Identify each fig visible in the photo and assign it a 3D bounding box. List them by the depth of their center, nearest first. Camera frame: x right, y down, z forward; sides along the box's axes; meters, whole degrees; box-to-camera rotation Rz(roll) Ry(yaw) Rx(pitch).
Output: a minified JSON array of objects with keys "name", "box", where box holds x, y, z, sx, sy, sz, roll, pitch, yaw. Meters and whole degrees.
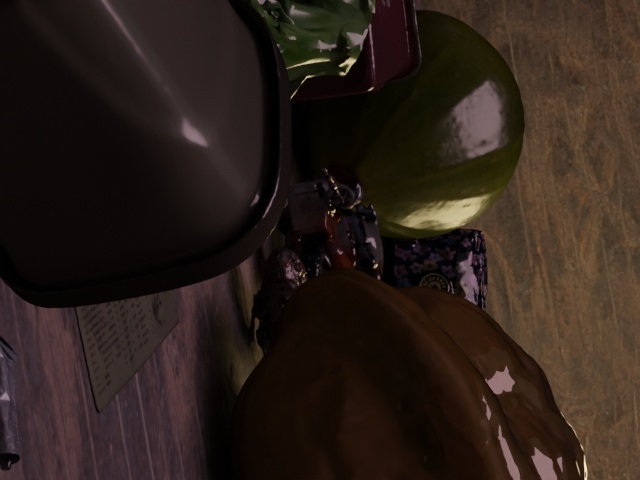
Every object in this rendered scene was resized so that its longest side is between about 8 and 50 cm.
[{"name":"fig","box":[0.107,-0.136,2.260,0.316,0.316,0.316,-8,90,-78]}]

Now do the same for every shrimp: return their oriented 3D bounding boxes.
[{"name":"shrimp","box":[-0.039,0.089,1.882,0.073,0.075,0.190,-73,173,-53]}]

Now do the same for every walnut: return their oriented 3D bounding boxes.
[{"name":"walnut","box":[0.087,0.229,1.748,0.383,0.384,0.383,-8,90,-78]}]

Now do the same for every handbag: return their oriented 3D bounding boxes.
[{"name":"handbag","box":[0.124,0.075,2.379,0.127,0.208,0.228,95,-2,-74]}]

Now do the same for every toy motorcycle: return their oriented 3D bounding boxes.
[{"name":"toy motorcycle","box":[0.000,0.000,1.994,0.401,0.134,0.207,47,37,-73]}]

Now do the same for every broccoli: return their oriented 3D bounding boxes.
[{"name":"broccoli","box":[-0.082,-0.190,1.469,0.269,0.242,0.261,163,-62,-74]}]

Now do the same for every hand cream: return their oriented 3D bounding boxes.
[{"name":"hand cream","box":[-0.214,0.112,1.179,0.030,0.019,0.093,61,17,-56]}]

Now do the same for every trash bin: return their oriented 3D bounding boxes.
[{"name":"trash bin","box":[-0.163,-0.119,1.125,0.250,0.220,0.219,58,25,-47]}]

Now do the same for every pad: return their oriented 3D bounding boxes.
[{"name":"pad","box":[-0.164,0.031,1.484,0.265,0.009,0.159,-54,136,-73]}]

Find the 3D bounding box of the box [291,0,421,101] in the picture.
[{"name":"box","box":[-0.005,-0.301,2.055,0.167,0.193,0.294,-44,127,-65]}]
